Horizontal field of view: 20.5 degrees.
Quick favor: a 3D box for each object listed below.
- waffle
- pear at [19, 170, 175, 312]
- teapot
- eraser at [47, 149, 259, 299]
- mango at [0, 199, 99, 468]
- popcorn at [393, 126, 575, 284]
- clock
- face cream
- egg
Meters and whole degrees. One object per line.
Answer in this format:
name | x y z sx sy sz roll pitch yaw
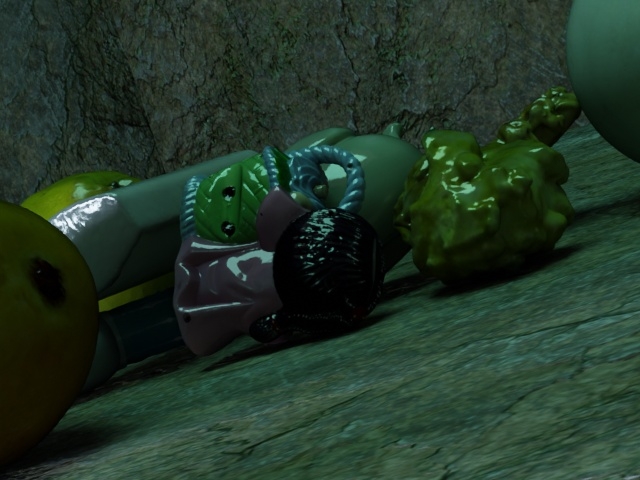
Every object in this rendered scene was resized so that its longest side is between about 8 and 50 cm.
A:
waffle | 0.180 -0.063 1.912 0.253 0.056 0.249 -48 -4 33
pear | -0.275 0.034 2.061 0.212 0.212 0.269 -23 -28 -50
teapot | -0.019 0.005 1.810 0.318 0.149 0.220 -44 -15 17
eraser | -0.178 -0.009 1.822 0.174 0.094 0.270 -35 -7 31
mango | -0.354 0.094 1.460 0.300 0.232 0.446 -29 5 -34
popcorn | 0.151 -0.027 1.617 0.174 0.142 0.173 6 -2 0
clock | -0.035 0.004 1.630 0.196 0.194 0.100 -11 -26 29
face cream | -0.286 0.127 1.754 0.337 0.080 0.163 -19 5 -18
egg | 0.389 -0.202 1.814 0.276 0.276 0.389 -17 6 12
